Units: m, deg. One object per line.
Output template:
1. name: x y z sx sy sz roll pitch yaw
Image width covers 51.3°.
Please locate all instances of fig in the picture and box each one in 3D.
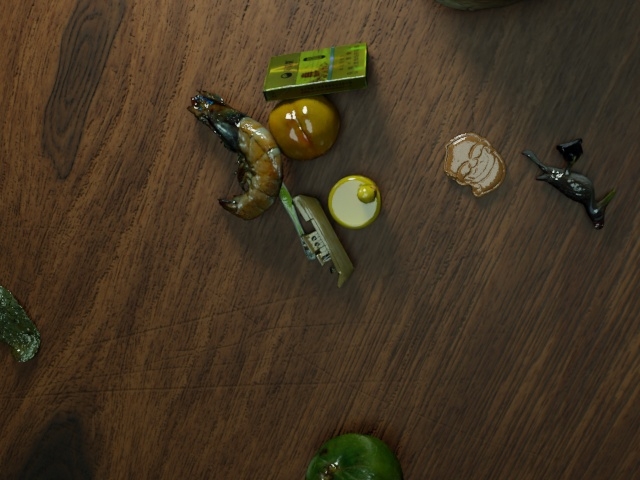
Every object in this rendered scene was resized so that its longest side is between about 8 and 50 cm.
1. fig: 0.086 0.528 1.383 0.203 0.203 0.235 -18 121 13

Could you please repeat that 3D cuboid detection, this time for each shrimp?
1. shrimp: -0.181 -0.165 1.329 0.290 0.054 0.222 45 134 23

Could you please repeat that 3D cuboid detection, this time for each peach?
1. peach: -0.030 -0.216 1.274 0.138 0.138 0.138 2 101 10

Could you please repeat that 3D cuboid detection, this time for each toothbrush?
1. toothbrush: -0.067 -0.078 1.360 0.022 0.026 0.263 -24 96 -2

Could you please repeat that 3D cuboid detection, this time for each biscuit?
1. biscuit: 0.295 -0.147 1.282 0.130 0.019 0.102 44 104 1

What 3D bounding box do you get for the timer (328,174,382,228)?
1. timer: 0.067 -0.074 1.292 0.107 0.109 0.107 2 102 10

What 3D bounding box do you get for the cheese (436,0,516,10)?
1. cheese: 0.306 -0.544 1.101 0.332 0.153 0.293 -4 101 -7

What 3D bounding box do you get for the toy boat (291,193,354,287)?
1. toy boat: 0.000 0.000 1.339 0.072 0.064 0.206 -27 98 3

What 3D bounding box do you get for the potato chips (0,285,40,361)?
1. potato chips: -0.734 0.186 1.539 0.142 0.026 0.209 -17 97 15

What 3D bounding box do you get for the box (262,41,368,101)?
1. box: -0.007 -0.318 1.257 0.193 0.121 0.030 -5 135 11

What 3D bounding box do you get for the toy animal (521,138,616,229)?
1. toy animal: 0.474 -0.107 1.244 0.105 0.070 0.202 -34 96 28
